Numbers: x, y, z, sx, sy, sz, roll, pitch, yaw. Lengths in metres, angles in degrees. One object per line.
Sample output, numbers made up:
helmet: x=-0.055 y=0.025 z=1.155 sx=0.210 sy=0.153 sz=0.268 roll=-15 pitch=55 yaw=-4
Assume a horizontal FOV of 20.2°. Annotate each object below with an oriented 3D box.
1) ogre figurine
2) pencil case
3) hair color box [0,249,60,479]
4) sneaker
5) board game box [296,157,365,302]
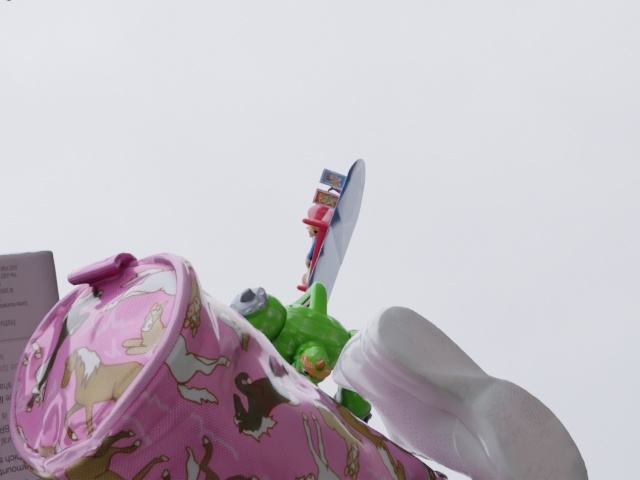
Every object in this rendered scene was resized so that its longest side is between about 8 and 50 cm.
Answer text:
ogre figurine: x=-0.031 y=0.098 z=1.446 sx=0.197 sy=0.097 sz=0.118 roll=33 pitch=-56 yaw=-7
pencil case: x=-0.023 y=0.162 z=1.176 sx=0.386 sy=0.167 sz=0.160 roll=39 pitch=-86 yaw=-32
hair color box: x=-0.255 y=0.202 z=1.214 sx=0.185 sy=0.113 sz=0.374 roll=-5 pitch=-94 yaw=-53
sneaker: x=0.101 y=0.141 z=1.310 sx=0.094 sy=0.212 sz=0.080 roll=-47 pitch=1 yaw=42
board game box: x=0.000 y=0.000 z=1.692 sx=0.133 sy=0.033 sz=0.169 roll=72 pitch=-143 yaw=-73
